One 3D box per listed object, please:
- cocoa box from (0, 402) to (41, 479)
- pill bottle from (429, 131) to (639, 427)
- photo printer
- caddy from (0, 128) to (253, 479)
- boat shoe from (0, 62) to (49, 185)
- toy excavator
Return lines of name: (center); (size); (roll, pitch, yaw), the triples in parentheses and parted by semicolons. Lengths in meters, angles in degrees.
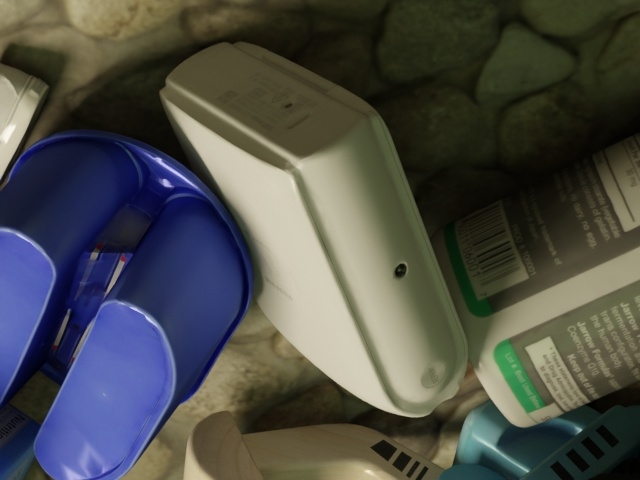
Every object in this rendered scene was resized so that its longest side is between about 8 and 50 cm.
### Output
cocoa box: (-0.454, 0.289, 1.374); (0.228, 0.231, 0.347); (32, 119, 5)
pill bottle: (0.297, 0.009, 1.297); (0.361, 0.204, 0.204); (-25, 123, 13)
photo printer: (0.000, 0.000, 1.243); (0.107, 0.256, 0.308); (-35, 127, -16)
caddy: (-0.202, 0.056, 1.290); (0.241, 0.179, 0.341); (32, 134, -1)
boat shoe: (-0.304, -0.075, 1.277); (0.063, 0.066, 0.184); (30, 121, -7)
toy excavator: (0.144, 0.263, 1.468); (0.433, 0.445, 0.222); (-26, 135, -42)
